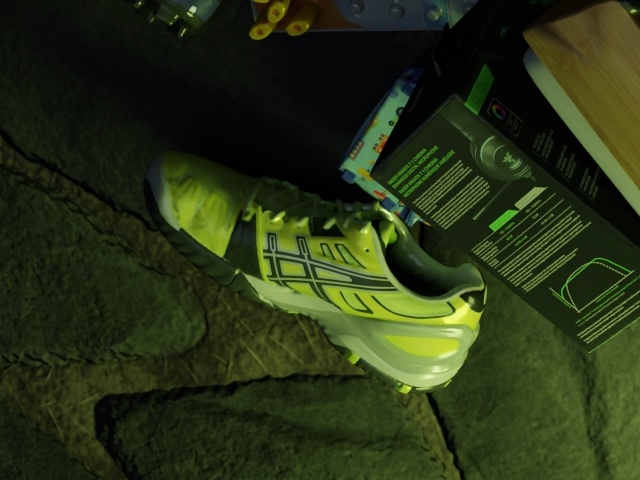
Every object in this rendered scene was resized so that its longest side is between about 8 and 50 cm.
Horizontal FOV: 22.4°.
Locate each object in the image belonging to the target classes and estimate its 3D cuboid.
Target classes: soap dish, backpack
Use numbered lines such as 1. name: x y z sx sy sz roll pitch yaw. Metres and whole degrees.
1. soap dish: 0.329 -0.160 1.416 0.229 0.291 0.118 52 138 -2
2. backpack: 0.126 -0.081 1.615 0.173 0.117 0.158 39 117 0

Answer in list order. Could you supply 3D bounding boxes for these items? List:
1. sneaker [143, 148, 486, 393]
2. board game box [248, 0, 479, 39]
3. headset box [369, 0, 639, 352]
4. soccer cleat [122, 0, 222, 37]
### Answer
1. sneaker: 0.000 0.000 1.671 0.385 0.145 0.147 29 124 -4
2. board game box: 0.080 -0.360 1.505 0.390 0.050 0.390 2 127 19
3. headset box: 0.205 -0.087 1.471 0.283 0.246 0.131 39 132 -8
4. soccer cleat: -0.219 -0.323 1.686 0.289 0.093 0.121 32 85 12
